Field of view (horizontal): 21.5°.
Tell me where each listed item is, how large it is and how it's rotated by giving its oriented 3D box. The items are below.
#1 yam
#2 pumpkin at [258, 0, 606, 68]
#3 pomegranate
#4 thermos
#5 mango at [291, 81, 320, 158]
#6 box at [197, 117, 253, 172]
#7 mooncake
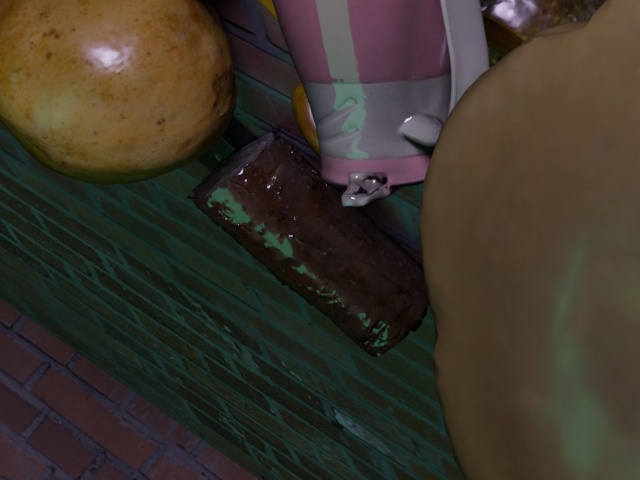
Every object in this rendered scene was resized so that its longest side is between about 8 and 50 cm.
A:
[{"bbox_3d":[-0.001,0.001,1.827,0.279,0.131,0.131,41,162,-13],"label":"yam"},{"bbox_3d":[0.081,-0.201,1.185,0.317,0.139,0.222,28,160,38],"label":"pumpkin"},{"bbox_3d":[-0.207,-0.170,1.680,0.260,0.260,0.260,36,161,15],"label":"pomegranate"},{"bbox_3d":[0.038,-0.161,1.017,0.176,0.146,0.265,19,118,62],"label":"thermos"},{"bbox_3d":[0.014,-0.109,1.652,0.114,0.060,0.080,45,177,-16],"label":"mango"},{"bbox_3d":[-0.109,-0.105,1.951,0.091,0.031,0.126,41,162,0],"label":"box"},{"bbox_3d":[0.287,0.043,0.900,0.467,0.262,0.467,21,122,37],"label":"mooncake"}]
